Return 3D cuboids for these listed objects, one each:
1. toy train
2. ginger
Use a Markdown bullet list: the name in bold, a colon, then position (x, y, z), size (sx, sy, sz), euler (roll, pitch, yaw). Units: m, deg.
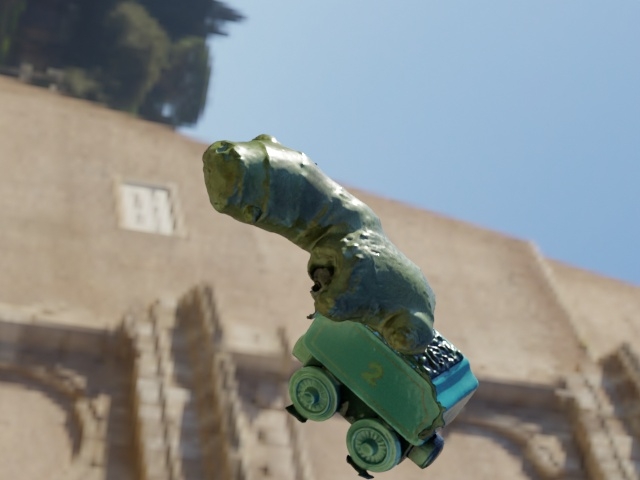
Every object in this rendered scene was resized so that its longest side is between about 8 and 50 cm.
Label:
- **toy train**: position (0.065, 0.152, 1.839), size (0.112, 0.203, 0.163), euler (-31, 158, -55)
- **ginger**: position (0.005, 0.002, 1.613), size (0.089, 0.290, 0.137), euler (-28, -163, 50)
